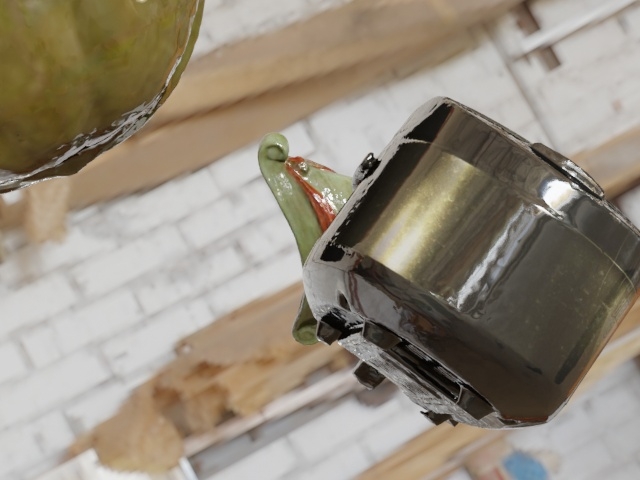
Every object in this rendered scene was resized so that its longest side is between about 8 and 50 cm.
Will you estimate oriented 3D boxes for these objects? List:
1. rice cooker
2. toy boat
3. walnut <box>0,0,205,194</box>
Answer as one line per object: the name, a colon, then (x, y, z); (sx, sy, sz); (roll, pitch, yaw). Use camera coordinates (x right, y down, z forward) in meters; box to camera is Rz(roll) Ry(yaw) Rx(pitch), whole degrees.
rice cooker: (0.056, 0.011, 0.610); (0.106, 0.112, 0.165); (-55, 3, -14)
toy boat: (0.001, 0.001, 1.207); (0.071, 0.185, 0.089); (-3, 34, 11)
walnut: (-0.188, -0.159, 0.845); (0.283, 0.283, 0.227); (-28, 9, -13)
